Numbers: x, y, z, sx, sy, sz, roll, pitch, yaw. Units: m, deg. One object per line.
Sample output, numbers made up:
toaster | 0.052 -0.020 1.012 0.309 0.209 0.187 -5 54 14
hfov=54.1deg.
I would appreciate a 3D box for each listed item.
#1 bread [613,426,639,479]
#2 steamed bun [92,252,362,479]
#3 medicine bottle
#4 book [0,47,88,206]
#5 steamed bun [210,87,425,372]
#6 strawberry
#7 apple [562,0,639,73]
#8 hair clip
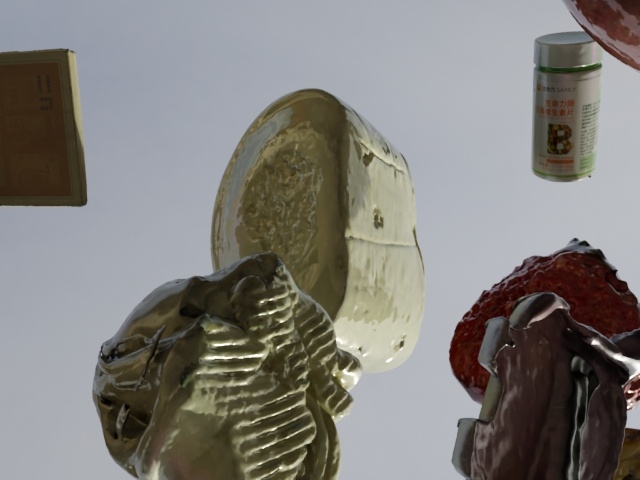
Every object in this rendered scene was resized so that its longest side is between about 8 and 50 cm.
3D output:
bread | 0.407 0.366 0.878 0.081 0.134 0.225 43 -120 -14
steamed bun | -0.110 0.174 0.681 0.280 0.207 0.268 54 -141 -22
medicine bottle | 0.325 -0.176 0.833 0.086 0.184 0.086 -7 -154 4
book | -0.379 -0.122 0.702 0.241 0.018 0.170 1 -79 10
steamed bun | 0.000 0.000 1.116 0.371 0.289 0.456 23 -117 -55
strawberry | 0.382 0.172 1.033 0.310 0.291 0.292 -37 -105 8
apple | 0.341 -0.269 0.513 0.306 0.306 0.235 50 -146 11
hair clip | 0.126 0.118 0.336 0.146 0.056 0.187 29 -118 -32
